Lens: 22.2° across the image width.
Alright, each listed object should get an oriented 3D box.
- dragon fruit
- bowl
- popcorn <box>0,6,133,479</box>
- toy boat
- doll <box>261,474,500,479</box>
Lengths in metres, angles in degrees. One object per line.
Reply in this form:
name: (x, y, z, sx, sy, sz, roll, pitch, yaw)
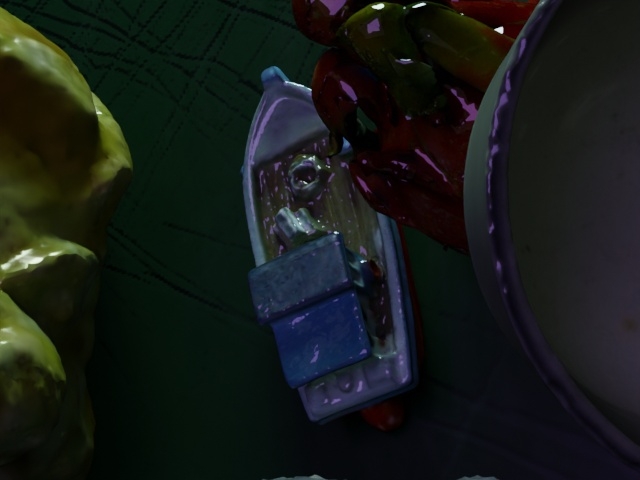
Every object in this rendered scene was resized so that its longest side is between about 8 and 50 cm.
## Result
dragon fruit: (0.059, -0.055, 0.660, 0.142, 0.175, 0.138, -32, 36, 25)
bowl: (0.140, -0.016, 0.572, 0.211, 0.211, 0.112, -63, 13, -5)
popcorn: (-0.217, 0.011, 0.748, 0.276, 0.225, 0.276, -15, 62, 31)
toy boat: (0.000, 0.000, 0.719, 0.069, 0.059, 0.173, -24, 59, 22)
doll: (-0.003, 0.243, 0.586, 0.246, 0.158, 0.340, -1, 98, 26)
